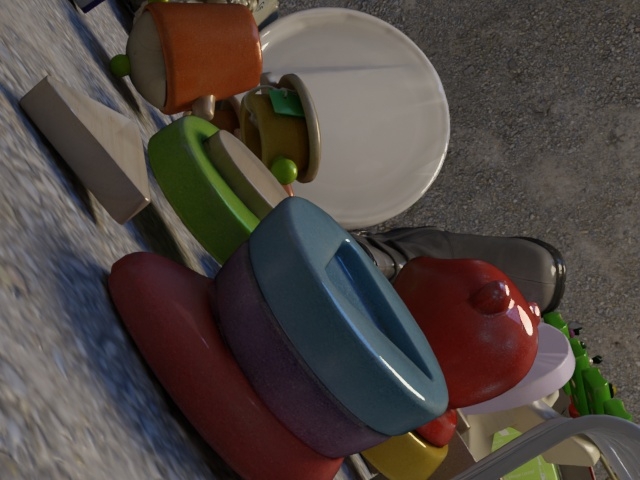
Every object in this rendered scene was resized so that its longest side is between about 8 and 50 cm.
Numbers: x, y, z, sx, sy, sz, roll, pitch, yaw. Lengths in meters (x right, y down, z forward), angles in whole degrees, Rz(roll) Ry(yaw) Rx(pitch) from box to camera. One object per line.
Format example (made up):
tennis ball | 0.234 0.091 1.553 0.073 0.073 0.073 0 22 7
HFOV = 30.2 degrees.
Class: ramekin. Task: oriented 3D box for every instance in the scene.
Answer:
ramekin | 0.010 -0.132 1.423 0.272 0.273 0.127 58 -20 6

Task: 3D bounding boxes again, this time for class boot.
boot | 0.144 0.041 1.598 0.338 0.223 0.118 6 -87 53

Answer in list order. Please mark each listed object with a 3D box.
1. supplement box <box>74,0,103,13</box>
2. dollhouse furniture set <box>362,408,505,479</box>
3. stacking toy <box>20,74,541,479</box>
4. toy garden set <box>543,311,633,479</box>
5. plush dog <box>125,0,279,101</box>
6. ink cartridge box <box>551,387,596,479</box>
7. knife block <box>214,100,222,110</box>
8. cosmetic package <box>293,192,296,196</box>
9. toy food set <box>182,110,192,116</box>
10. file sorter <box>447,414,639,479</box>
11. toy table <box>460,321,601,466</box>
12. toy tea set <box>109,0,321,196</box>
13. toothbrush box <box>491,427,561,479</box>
supplement box | -0.218 -0.319 1.075 0.114 0.111 0.220 54 4 -38
dollhouse furniture set | 0.118 0.199 0.913 0.259 0.135 0.262 59 4 21
stacking toy | 0.000 0.000 0.680 0.279 0.130 0.309 56 13 16
toy garden set | 0.358 0.226 1.476 0.244 0.049 0.203 -112 -176 -61
plush dog | -0.162 -0.311 1.405 0.225 0.210 0.262 34 0 9
ink cartridge box | 0.434 0.338 2.099 0.239 0.060 0.275 -47 121 -79
knife block | -0.111 -0.186 1.561 0.275 0.088 0.242 55 3 -37
cosmetic package | -0.012 0.034 1.206 0.099 0.060 0.239 52 6 -48
toy food set | -0.114 -0.087 1.197 0.082 0.020 0.083 54 4 -42
file sorter | 0.113 0.196 0.580 0.192 0.173 0.278 59 3 12
toy table | 0.210 0.206 1.488 0.274 0.252 0.160 6 -54 52
toy tea set | -0.086 -0.065 0.966 0.336 0.124 0.200 -124 -152 -51
toothbrush box | 0.349 0.373 2.097 0.206 0.122 0.283 48 29 -70
